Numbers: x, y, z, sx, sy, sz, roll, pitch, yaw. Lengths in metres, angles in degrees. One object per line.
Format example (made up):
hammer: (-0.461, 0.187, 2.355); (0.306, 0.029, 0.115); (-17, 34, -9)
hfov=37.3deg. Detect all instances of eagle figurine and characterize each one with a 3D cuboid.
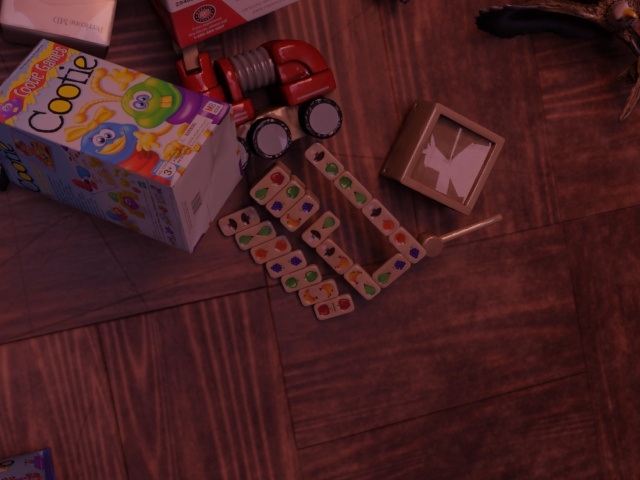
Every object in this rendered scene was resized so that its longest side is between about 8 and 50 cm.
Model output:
eagle figurine: (0.411, -0.360, 1.418); (0.298, 0.225, 0.226); (30, 73, -8)

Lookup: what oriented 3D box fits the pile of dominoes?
pile of dominoes: (0.000, 0.000, 1.354); (0.196, 0.040, 0.251); (-42, 105, 15)

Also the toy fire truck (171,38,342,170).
toy fire truck: (-0.112, -0.240, 1.315); (0.217, 0.158, 0.246); (-23, 108, -14)

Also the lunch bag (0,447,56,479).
lunch bag: (-0.425, 0.372, 1.146); (0.220, 0.293, 0.138); (-9, 95, -17)

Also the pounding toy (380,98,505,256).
pounding toy: (0.186, -0.079, 1.428); (0.181, 0.094, 0.206); (24, 94, -21)

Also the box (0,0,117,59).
box: (-0.326, -0.409, 1.243); (0.147, 0.121, 0.311); (8, 89, -17)

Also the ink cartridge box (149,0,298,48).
ink cartridge box: (-0.137, -0.408, 1.189); (0.197, 0.114, 0.273); (-25, 143, -12)

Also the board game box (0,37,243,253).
board game box: (-0.255, -0.119, 1.181); (0.275, 0.144, 0.142); (21, 59, 15)

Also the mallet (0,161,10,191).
mallet: (-0.368, -0.063, 1.288); (0.189, 0.039, 0.062); (30, 82, -19)

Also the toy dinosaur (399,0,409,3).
toy dinosaur: (0.201, -0.490, 1.394); (0.218, 0.164, 0.322); (29, 105, 1)
